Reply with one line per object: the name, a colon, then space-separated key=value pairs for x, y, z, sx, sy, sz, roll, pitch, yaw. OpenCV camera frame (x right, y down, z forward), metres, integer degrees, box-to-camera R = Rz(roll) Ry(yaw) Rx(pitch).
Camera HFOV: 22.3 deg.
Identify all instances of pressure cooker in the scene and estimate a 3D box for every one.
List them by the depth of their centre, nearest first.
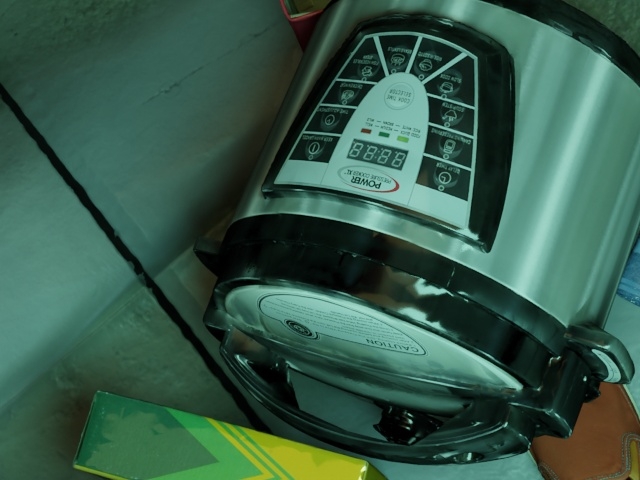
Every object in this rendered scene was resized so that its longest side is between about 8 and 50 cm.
pressure cooker: x=0.106 y=0.004 z=1.513 sx=0.375 sy=0.370 sz=0.420 roll=28 pitch=72 yaw=-17

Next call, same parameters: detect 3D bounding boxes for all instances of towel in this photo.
towel: x=0.355 y=0.015 z=1.667 sx=0.067 sy=0.029 sz=0.119 roll=27 pitch=83 yaw=14

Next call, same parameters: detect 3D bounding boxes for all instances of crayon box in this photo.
crayon box: x=-0.056 y=0.236 z=1.589 sx=0.323 sy=0.203 sz=0.083 roll=14 pitch=79 yaw=11

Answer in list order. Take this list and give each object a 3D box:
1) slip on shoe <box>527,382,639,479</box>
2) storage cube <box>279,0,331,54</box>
slip on shoe: x=0.270 y=0.225 z=1.594 sx=0.123 sy=0.101 sz=0.331 roll=-19 pitch=73 yaw=6
storage cube: x=0.041 y=-0.306 z=1.707 sx=0.215 sy=0.193 sz=0.183 roll=-21 pitch=75 yaw=2
